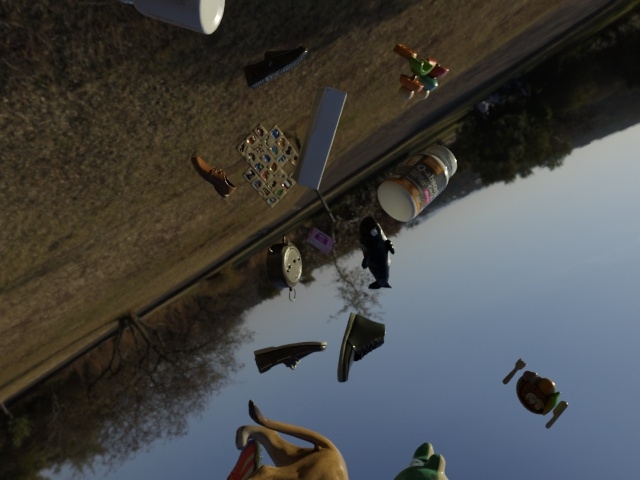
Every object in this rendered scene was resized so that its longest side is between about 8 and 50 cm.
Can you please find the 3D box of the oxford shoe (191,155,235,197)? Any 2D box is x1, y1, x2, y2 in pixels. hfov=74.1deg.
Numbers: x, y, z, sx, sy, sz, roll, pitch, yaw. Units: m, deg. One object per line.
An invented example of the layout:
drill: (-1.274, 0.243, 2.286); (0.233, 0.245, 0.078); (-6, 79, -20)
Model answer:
oxford shoe: (-0.423, -0.266, 1.688); (0.076, 0.212, 0.076); (-31, -144, 19)

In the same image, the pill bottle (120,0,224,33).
pill bottle: (-0.334, -0.541, 0.907); (0.131, 0.229, 0.131); (18, 90, -88)

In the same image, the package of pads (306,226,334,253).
package of pads: (0.000, 0.000, 1.310); (0.032, 0.083, 0.050); (-47, -164, 40)

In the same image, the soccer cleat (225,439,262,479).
soccer cleat: (-0.202, 0.606, 0.956); (0.109, 0.116, 0.318); (102, -5, -45)

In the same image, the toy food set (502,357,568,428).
toy food set: (0.681, 0.477, 1.334); (0.132, 0.192, 0.039); (-36, 160, -23)

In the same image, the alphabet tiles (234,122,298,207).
alphabet tiles: (-0.169, -0.258, 1.413); (0.198, 0.237, 0.009); (-49, -147, -14)

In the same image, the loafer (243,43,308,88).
loafer: (-0.141, -0.552, 1.303); (0.220, 0.078, 0.080); (-29, -172, -4)

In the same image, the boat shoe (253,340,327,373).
boat shoe: (-0.075, 0.297, 1.083); (0.205, 0.065, 0.075); (-15, 162, 20)

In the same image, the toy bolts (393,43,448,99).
toy bolts: (0.384, -0.677, 1.748); (0.228, 0.218, 0.159); (-4, 136, -38)

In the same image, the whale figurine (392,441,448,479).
whale figurine: (0.257, 0.656, 1.148); (0.272, 0.141, 0.216); (-48, 161, -74)

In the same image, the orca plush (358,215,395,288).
orca plush: (0.160, 0.065, 1.416); (0.102, 0.151, 0.287); (-34, 138, -30)

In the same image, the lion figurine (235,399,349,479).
lion figurine: (-0.014, 0.447, 0.638); (0.240, 0.393, 0.142); (5, 168, -14)

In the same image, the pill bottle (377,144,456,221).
pill bottle: (0.341, -0.205, 1.480); (0.278, 0.162, 0.162); (-42, -174, -22)

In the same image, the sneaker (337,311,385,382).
sneaker: (0.119, 0.311, 1.218); (0.083, 0.118, 0.222); (94, 12, -48)

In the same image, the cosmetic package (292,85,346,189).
cosmetic package: (-0.005, -0.255, 1.059); (0.060, 0.239, 0.099); (14, -166, -14)

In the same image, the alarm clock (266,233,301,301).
alarm clock: (-0.095, 0.089, 1.218); (0.064, 0.192, 0.129); (-2, -157, 22)
